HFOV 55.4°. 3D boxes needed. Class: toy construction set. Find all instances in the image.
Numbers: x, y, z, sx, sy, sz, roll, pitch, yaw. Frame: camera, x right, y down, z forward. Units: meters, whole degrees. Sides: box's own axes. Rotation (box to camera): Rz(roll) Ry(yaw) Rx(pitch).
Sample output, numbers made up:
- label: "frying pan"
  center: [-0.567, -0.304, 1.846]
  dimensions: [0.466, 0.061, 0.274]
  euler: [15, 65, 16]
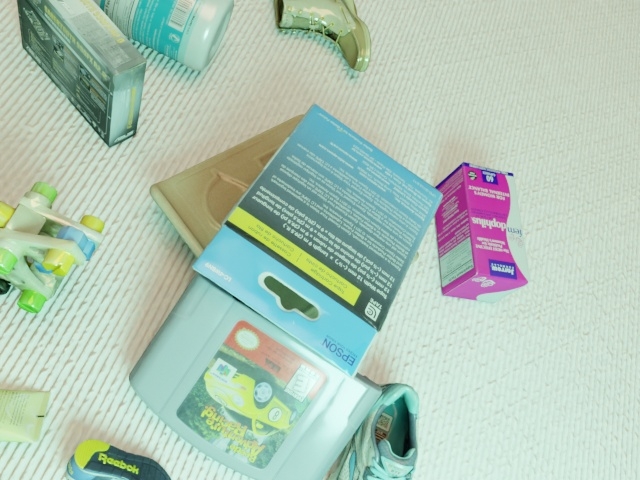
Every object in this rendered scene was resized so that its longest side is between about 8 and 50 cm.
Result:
- label: "toy construction set"
  center: [-0.431, -0.029, 0.741]
  dimensions: [0.328, 0.215, 0.151]
  euler: [35, 57, -3]

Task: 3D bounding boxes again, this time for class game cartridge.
- label: "game cartridge"
  center: [-0.091, 0.199, 0.807]
  dimensions: [0.294, 0.060, 0.196]
  euler: [33, 96, -6]

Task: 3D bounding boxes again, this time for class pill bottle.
- label: "pill bottle"
  center: [-0.291, -0.408, 1.027]
  dimensions: [0.264, 0.146, 0.146]
  euler: [26, 58, -9]

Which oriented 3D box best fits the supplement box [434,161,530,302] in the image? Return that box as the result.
- label: "supplement box"
  center: [0.282, -0.012, 1.086]
  dimensions: [0.111, 0.114, 0.220]
  euler: [9, 64, -19]

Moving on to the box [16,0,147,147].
- label: "box"
  center: [-0.361, -0.281, 0.914]
  dimensions: [0.231, 0.183, 0.056]
  euler: [47, 58, 6]

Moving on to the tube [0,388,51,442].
- label: "tube"
  center: [-0.450, 0.202, 0.710]
  dimensions: [0.240, 0.062, 0.070]
  euler: [7, 64, -19]

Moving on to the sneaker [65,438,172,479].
- label: "sneaker"
  center: [-0.248, 0.297, 0.756]
  dimensions: [0.144, 0.059, 0.053]
  euler: [36, 24, -20]

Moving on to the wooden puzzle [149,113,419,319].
- label: "wooden puzzle"
  center: [-0.050, -0.016, 0.978]
  dimensions: [0.348, 0.080, 0.322]
  euler: [-32, 80, -36]

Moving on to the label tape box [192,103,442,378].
- label: "label tape box"
  center: [0.000, 0.000, 0.876]
  dimensions: [0.249, 0.115, 0.347]
  euler: [35, 56, -5]

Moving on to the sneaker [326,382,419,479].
- label: "sneaker"
  center: [0.072, 0.322, 0.827]
  dimensions: [0.110, 0.122, 0.283]
  euler: [20, 59, -12]

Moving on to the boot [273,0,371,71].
- label: "boot"
  center: [0.000, -0.417, 1.192]
  dimensions: [0.165, 0.077, 0.213]
  euler: [-5, 62, -25]
